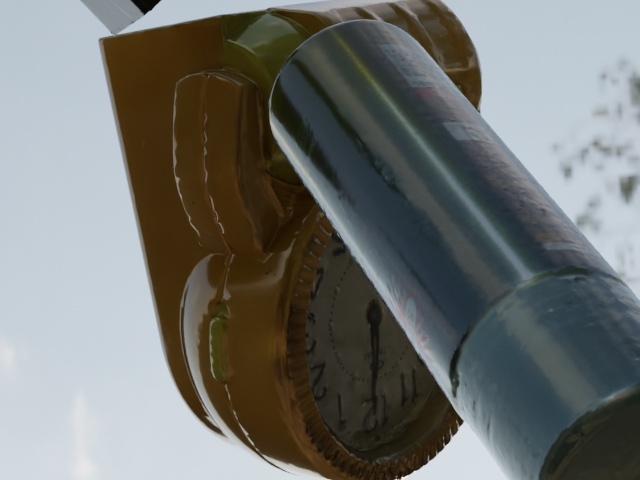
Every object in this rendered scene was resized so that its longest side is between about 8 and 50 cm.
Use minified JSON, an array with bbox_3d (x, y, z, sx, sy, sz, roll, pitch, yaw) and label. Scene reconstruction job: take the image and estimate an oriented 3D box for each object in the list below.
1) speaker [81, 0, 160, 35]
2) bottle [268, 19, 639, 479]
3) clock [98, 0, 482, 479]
[{"bbox_3d":[-0.168,-0.217,1.115,0.218,0.044,0.082,47,-18,-10],"label":"speaker"},{"bbox_3d":[0.062,0.008,0.785,0.082,0.286,0.082,-12,-54,-17],"label":"bottle"},{"bbox_3d":[0.000,0.000,1.281,0.200,0.317,0.244,5,14,44],"label":"clock"}]
